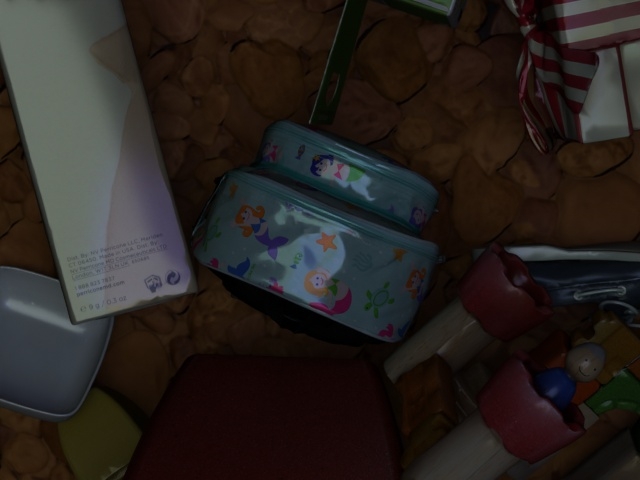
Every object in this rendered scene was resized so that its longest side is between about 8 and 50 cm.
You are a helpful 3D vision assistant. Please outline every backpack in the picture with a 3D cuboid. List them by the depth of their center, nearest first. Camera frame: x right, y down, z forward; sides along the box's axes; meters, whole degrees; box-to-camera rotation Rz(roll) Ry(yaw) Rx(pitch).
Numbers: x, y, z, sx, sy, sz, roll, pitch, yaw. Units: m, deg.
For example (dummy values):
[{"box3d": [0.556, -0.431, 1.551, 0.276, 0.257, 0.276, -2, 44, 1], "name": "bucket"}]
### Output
[{"box3d": [0.000, 0.000, 1.568, 0.225, 0.253, 0.191, 24, 95, -1], "name": "backpack"}]

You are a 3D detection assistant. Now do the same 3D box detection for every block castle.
[{"box3d": [0.279, 0.224, 1.523, 0.213, 0.303, 0.453, -42, 107, 17], "name": "block castle"}]

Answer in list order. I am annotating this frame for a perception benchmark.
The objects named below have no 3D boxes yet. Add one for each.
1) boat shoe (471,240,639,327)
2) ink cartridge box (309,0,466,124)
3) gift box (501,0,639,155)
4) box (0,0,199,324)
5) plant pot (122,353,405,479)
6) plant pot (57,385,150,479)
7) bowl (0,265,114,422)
[{"box3d": [0.271, 0.042, 1.649, 0.255, 0.095, 0.079, -1, 93, 2], "name": "boat shoe"}, {"box3d": [0.079, -0.214, 1.578, 0.097, 0.189, 0.255, 18, 95, 4], "name": "ink cartridge box"}, {"box3d": [0.292, -0.222, 1.542, 0.258, 0.276, 0.255, -10, 90, 3], "name": "gift box"}, {"box3d": [-0.212, -0.087, 1.591, 0.121, 0.148, 0.311, -15, 93, -8], "name": "box"}, {"box3d": [-0.042, 0.249, 1.569, 0.267, 0.267, 0.235, 1, 51, 3], "name": "plant pot"}, {"box3d": [-0.210, 0.188, 1.677, 0.081, 0.081, 0.083, -37, 82, 3], "name": "plant pot"}, {"box3d": [-0.280, 0.105, 1.659, 0.142, 0.053, 0.142, 20, 58, -3], "name": "bowl"}]
